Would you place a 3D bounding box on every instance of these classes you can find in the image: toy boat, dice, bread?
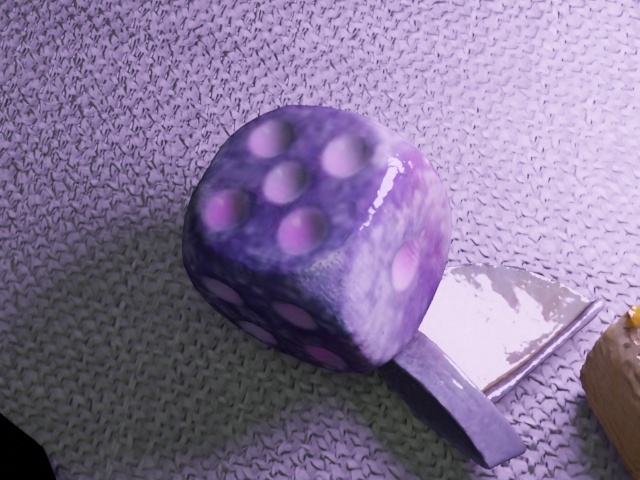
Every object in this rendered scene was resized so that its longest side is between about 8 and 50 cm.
[{"bbox_3d":[0.210,0.147,1.455,0.276,0.111,0.293,29,64,13],"label":"toy boat"},{"bbox_3d":[0.000,0.000,1.378,0.271,0.270,0.270,17,65,31],"label":"dice"},{"bbox_3d":[0.491,0.265,1.290,0.165,0.236,0.375,-20,63,-15],"label":"bread"}]

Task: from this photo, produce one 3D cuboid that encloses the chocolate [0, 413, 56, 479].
[{"bbox_3d":[-0.565,0.376,1.312,0.384,0.383,0.331,34,90,12],"label":"chocolate"}]
